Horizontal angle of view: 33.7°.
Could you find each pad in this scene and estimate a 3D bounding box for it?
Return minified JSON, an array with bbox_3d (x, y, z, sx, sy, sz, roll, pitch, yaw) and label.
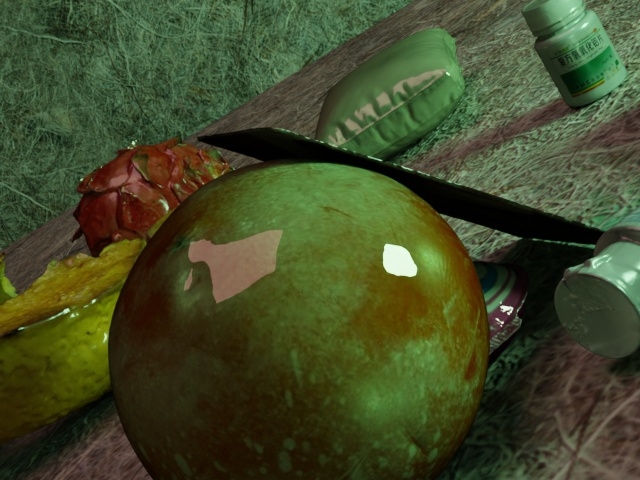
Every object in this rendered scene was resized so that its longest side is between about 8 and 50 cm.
[{"bbox_3d":[0.080,-0.037,0.843,0.220,0.330,0.004,-170,96,-70],"label":"pad"}]

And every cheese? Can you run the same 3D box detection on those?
[{"bbox_3d":[0.091,0.063,0.878,0.155,0.062,0.244,-38,15,-9],"label":"cheese"}]

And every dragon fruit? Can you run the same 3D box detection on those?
[{"bbox_3d":[-0.229,-0.035,1.545,0.252,0.241,0.241,-49,18,-11],"label":"dragon fruit"}]

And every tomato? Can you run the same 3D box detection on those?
[{"bbox_3d":[-0.026,0.064,0.725,0.270,0.223,0.270,-25,47,30],"label":"tomato"}]

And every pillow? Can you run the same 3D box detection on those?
[{"bbox_3d":[0.105,-0.215,1.613,0.255,0.119,0.322,-31,17,15],"label":"pillow"}]

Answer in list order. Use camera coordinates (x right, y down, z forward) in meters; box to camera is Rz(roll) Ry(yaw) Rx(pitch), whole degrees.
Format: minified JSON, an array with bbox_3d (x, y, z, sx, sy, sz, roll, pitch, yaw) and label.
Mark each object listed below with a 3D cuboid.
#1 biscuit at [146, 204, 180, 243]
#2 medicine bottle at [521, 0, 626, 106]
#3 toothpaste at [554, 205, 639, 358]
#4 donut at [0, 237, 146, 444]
[{"bbox_3d":[-0.038,0.008,1.007,0.295,0.044,0.186,11,35,38],"label":"biscuit"},{"bbox_3d":[0.295,-0.230,1.239,0.080,0.130,0.080,-31,16,10],"label":"medicine bottle"},{"bbox_3d":[0.279,-0.022,0.762,0.299,0.073,0.114,-34,12,-33],"label":"toothpaste"},{"bbox_3d":[-0.433,0.139,1.367,0.435,0.163,0.378,0,23,36],"label":"donut"}]
